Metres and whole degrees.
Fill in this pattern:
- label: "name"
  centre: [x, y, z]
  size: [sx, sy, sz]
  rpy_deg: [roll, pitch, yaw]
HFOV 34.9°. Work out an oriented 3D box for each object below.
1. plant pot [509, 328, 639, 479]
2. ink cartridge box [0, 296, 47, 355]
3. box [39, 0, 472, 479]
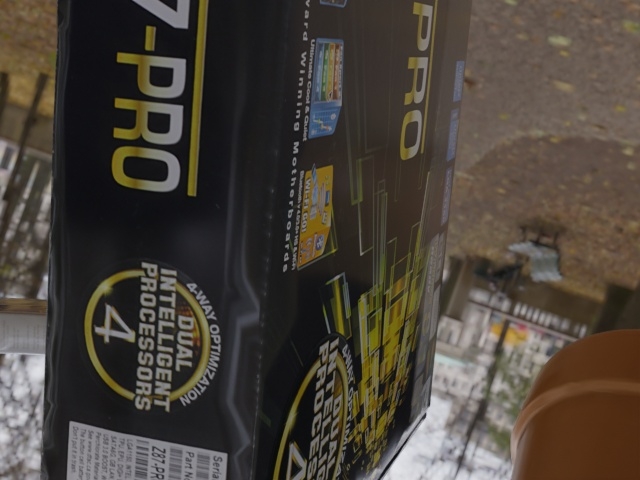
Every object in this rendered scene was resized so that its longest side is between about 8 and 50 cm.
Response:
- label: "plant pot"
  centre: [0.264, 0.244, 0.814]
  size: [0.291, 0.203, 0.290]
  rpy_deg: [23, 137, 24]
- label: "ink cartridge box"
  centre: [-0.419, 0.113, 1.389]
  size: [0.371, 0.069, 0.176]
  rpy_deg: [4, -177, 6]
- label: "box"
  centre: [-0.006, -0.056, 0.473]
  size: [0.097, 0.394, 0.318]
  rpy_deg: [8, -169, 15]
